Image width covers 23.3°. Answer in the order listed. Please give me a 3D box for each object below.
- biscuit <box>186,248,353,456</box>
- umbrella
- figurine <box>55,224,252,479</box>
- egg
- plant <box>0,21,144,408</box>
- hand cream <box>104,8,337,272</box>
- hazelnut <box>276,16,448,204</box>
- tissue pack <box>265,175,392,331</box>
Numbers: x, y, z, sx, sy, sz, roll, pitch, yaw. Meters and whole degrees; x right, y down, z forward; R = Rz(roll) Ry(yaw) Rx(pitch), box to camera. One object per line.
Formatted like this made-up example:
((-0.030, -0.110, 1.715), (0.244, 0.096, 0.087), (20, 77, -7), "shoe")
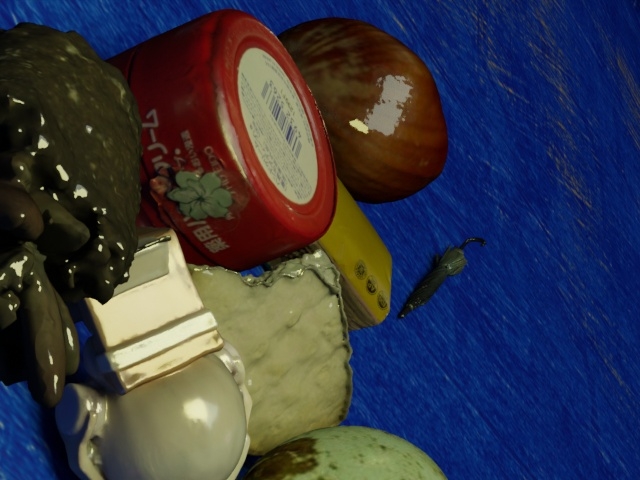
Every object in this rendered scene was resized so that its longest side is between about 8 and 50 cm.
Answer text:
((-0.044, 0.091, 1.311), (0.040, 0.188, 0.265), (32, -8, 44), "biscuit")
((0.139, 0.045, 1.897), (0.269, 0.044, 0.044), (-36, 130, -56), "umbrella")
((-0.133, 0.108, 1.159), (0.163, 0.141, 0.236), (-27, 100, -37), "figurine")
((0.019, 0.238, 1.308), (0.231, 0.169, 0.169), (23, 50, -47), "egg")
((-0.209, -0.008, 0.987), (0.181, 0.194, 0.320), (52, 26, -27), "plant")
((-0.095, -0.078, 1.346), (0.230, 0.149, 0.230), (51, 27, -40), "hand cream")
((0.030, -0.137, 1.641), (0.212, 0.181, 0.181), (54, -28, 31), "hazelnut")
((0.000, 0.000, 1.561), (0.169, 0.082, 0.120), (53, 27, -32), "tissue pack")
